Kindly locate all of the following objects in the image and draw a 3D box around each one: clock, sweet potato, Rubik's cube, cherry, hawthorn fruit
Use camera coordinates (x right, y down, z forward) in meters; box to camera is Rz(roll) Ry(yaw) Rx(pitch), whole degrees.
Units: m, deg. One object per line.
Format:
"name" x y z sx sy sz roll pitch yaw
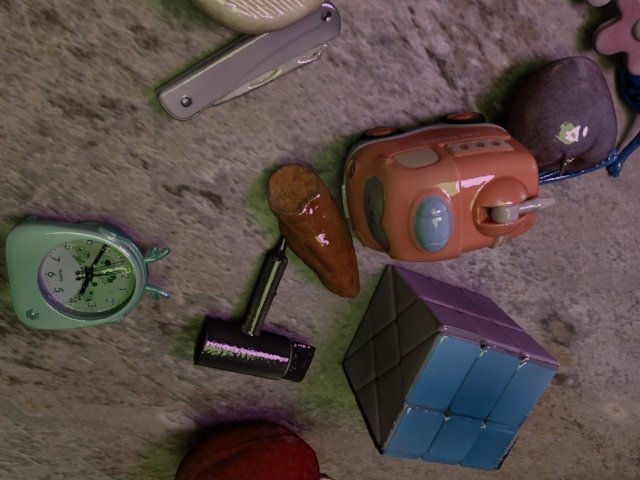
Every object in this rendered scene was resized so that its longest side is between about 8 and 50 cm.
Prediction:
"clock" -0.323 0.047 0.692 0.211 0.066 0.159 2 112 -15
"sweet potato" 0.000 0.000 0.739 0.097 0.097 0.252 -28 120 -1
"Rubik's cube" 0.199 0.206 0.803 0.224 0.221 0.231 17 107 -19
"cherry" 0.359 -0.182 0.728 0.176 0.140 0.176 2 84 -26
"hawthorn fruit" -0.125 0.437 0.815 0.262 0.258 0.258 -41 122 -36

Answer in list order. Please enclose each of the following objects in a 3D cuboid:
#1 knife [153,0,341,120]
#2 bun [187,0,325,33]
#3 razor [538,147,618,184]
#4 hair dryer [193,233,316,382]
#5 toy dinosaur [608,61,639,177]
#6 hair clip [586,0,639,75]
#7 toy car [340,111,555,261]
"knife" -0.092 -0.238 0.646 0.265 0.040 0.073 -28 126 -1
"bun" -0.078 -0.351 0.561 0.222 0.127 0.222 -11 117 -23
"razor" 0.386 -0.112 0.818 0.253 0.042 0.082 -19 79 -7
"hair dryer" -0.073 0.108 0.784 0.195 0.078 0.248 18 101 -22
"toy dinosaur" 0.546 -0.262 0.773 0.144 0.076 0.329 -4 118 23
"hair clip" 0.440 -0.362 0.688 0.146 0.075 0.257 -27 105 31
"toy car" 0.171 -0.064 0.683 0.270 0.212 0.180 -11 115 -4
